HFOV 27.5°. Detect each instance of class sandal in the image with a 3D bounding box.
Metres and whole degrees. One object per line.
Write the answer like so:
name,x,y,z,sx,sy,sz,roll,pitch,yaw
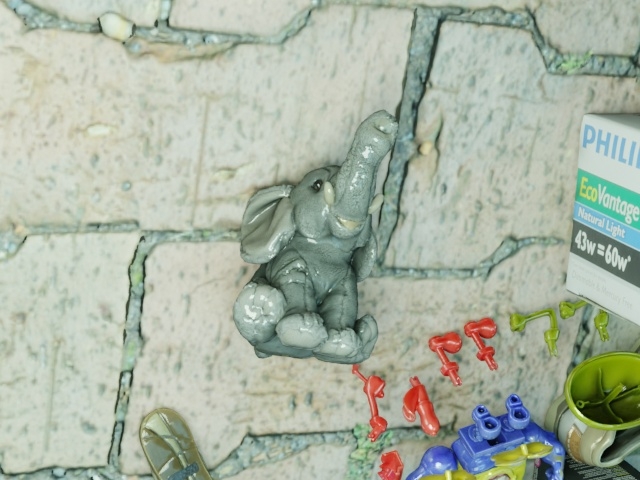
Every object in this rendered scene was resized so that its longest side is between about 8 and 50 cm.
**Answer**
sandal,-0.156,0.265,1.436,0.072,0.049,0.180,-22,101,-22

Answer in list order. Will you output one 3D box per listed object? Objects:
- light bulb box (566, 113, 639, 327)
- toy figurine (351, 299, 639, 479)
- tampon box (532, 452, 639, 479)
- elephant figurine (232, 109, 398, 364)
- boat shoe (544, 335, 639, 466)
light bulb box,0.524,-0.007,1.454,0.361,0.358,0.225,-4,107,-22
toy figurine,0.206,0.230,1.557,0.362,0.191,0.217,-16,143,-20
tampon box,0.344,0.341,1.614,0.101,0.161,0.121,-7,111,-22
elephant figurine,0.000,0.000,1.352,0.169,0.186,0.240,34,63,-63
boat shoe,0.427,0.178,1.624,0.302,0.103,0.113,-38,119,-7
